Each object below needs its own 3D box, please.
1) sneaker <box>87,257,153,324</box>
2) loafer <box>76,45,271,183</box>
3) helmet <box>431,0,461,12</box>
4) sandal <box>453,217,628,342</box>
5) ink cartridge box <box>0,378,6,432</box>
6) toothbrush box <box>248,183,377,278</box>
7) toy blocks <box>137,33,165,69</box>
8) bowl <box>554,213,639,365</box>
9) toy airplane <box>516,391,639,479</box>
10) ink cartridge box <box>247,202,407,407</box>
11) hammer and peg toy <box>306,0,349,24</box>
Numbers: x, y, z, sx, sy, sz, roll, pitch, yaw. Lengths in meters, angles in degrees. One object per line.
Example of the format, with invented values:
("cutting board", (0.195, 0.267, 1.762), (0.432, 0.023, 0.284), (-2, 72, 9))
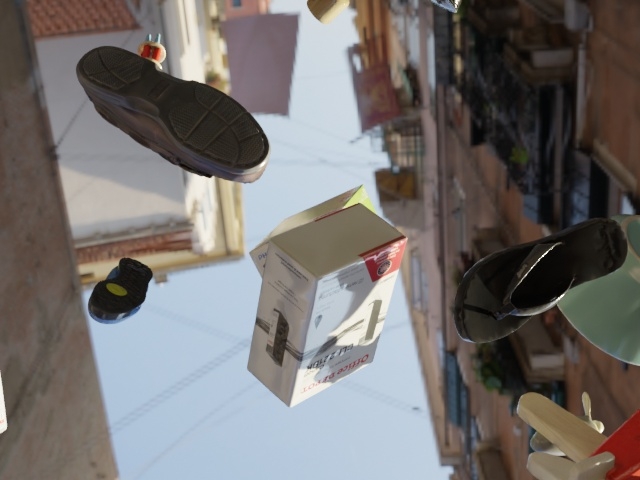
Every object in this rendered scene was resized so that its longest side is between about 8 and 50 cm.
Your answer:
("sneaker", (-0.295, 0.093, 1.347), (0.069, 0.082, 0.209), (28, -167, -7))
("loafer", (-0.192, -0.156, 1.242), (0.302, 0.095, 0.109), (31, -122, 17))
("helmet", (0.209, -0.460, 1.496), (0.169, 0.169, 0.161), (-12, -143, -16))
("sandal", (0.272, 0.041, 1.142), (0.254, 0.097, 0.054), (-29, -167, -14))
("ink cartridge box", (-0.574, 0.219, 1.457), (0.145, 0.179, 0.045), (-8, -177, 7))
("toothbrush box", (0.000, 0.000, 1.939), (0.206, 0.122, 0.283), (-24, -173, 17))
("toy blocks", (-0.348, -0.322, 1.718), (0.123, 0.054, 0.148), (-9, -132, 11))
("bowl", (0.605, 0.068, 1.794), (0.311, 0.163, 0.312), (17, -137, -16))
("toy airplane", (0.512, 0.381, 1.492), (0.384, 0.273, 0.386), (-4, -145, 13))
("ink cartridge box", (0.006, 0.103, 1.469), (0.197, 0.273, 0.114), (-23, -131, -38))
("hammer and peg toy", (-0.055, -0.582, 1.667), (0.127, 0.361, 0.266), (-34, 156, 23))
